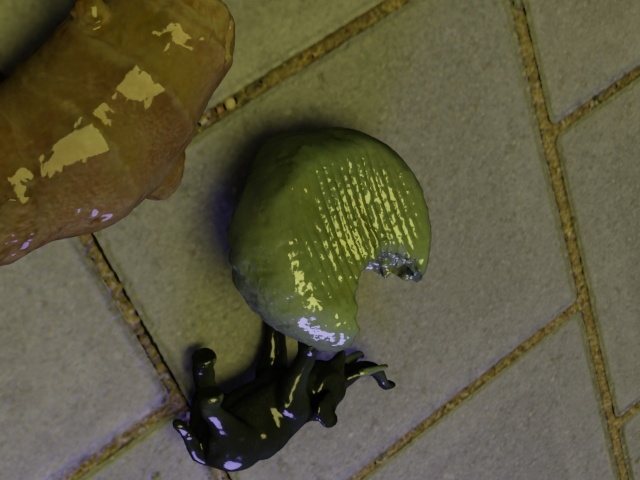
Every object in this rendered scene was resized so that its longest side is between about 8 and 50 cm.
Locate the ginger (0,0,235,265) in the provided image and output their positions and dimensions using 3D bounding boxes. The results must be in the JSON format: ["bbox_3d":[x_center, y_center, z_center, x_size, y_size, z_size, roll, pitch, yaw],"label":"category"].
[{"bbox_3d":[-0.209,-0.070,0.843,0.354,0.126,0.190,-34,138,-15],"label":"ginger"}]

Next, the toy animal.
[{"bbox_3d":[-0.029,0.140,1.101,0.269,0.082,0.137,-20,125,-32],"label":"toy animal"}]

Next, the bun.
[{"bbox_3d":[0.000,0.000,1.021,0.212,0.126,0.203,-2,87,-41],"label":"bun"}]
